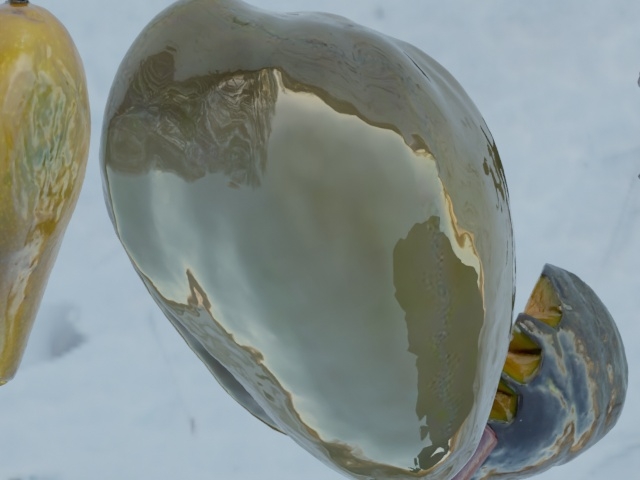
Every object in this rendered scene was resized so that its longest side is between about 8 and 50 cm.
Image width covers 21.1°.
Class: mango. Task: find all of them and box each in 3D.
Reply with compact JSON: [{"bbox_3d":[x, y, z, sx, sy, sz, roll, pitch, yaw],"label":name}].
[{"bbox_3d":[-0.285,-0.035,1.478,0.144,0.187,0.359,8,112,-20],"label":"mango"}]

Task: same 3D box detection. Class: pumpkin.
[{"bbox_3d":[0.209,0.169,1.623,0.149,0.130,0.254,28,105,0],"label":"pumpkin"}]

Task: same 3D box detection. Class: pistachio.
[{"bbox_3d":[0.000,0.000,0.562,0.124,0.124,0.185,-16,111,10],"label":"pistachio"}]

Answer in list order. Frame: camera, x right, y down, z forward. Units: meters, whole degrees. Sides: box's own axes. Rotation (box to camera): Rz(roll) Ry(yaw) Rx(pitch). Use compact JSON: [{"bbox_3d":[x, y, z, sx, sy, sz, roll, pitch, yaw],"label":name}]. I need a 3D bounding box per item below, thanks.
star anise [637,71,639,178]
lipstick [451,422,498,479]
[{"bbox_3d":[0.290,-0.094,1.135,0.093,0.236,0.229,26,84,-31],"label":"star anise"},{"bbox_3d":[0.060,0.246,1.510,0.080,0.080,0.241,45,76,-32],"label":"lipstick"}]
